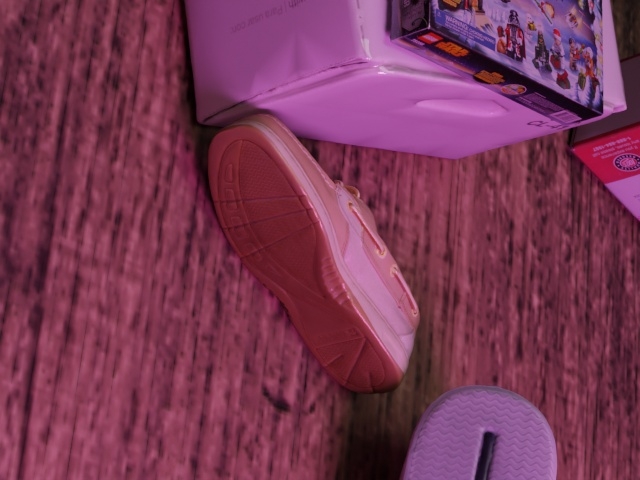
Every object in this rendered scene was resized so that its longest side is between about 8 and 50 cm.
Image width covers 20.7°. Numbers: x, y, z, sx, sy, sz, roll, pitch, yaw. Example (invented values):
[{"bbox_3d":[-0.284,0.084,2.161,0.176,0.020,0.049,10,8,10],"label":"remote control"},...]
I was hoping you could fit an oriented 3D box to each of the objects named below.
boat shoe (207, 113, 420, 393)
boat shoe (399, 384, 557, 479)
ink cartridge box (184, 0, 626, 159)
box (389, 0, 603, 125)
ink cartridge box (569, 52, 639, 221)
[{"bbox_3d":[0.000,0.000,0.899,0.170,0.063,0.059,61,40,-27],"label":"boat shoe"},{"bbox_3d":[0.056,0.220,0.857,0.094,0.109,0.302,85,23,-64],"label":"boat shoe"},{"bbox_3d":[0.035,-0.211,0.946,0.226,0.131,0.306,4,77,-46],"label":"ink cartridge box"},{"bbox_3d":[0.090,-0.121,0.862,0.137,0.027,0.094,19,65,-43],"label":"box"},{"bbox_3d":[0.268,-0.050,1.144,0.175,0.127,0.072,42,48,-31],"label":"ink cartridge box"}]
